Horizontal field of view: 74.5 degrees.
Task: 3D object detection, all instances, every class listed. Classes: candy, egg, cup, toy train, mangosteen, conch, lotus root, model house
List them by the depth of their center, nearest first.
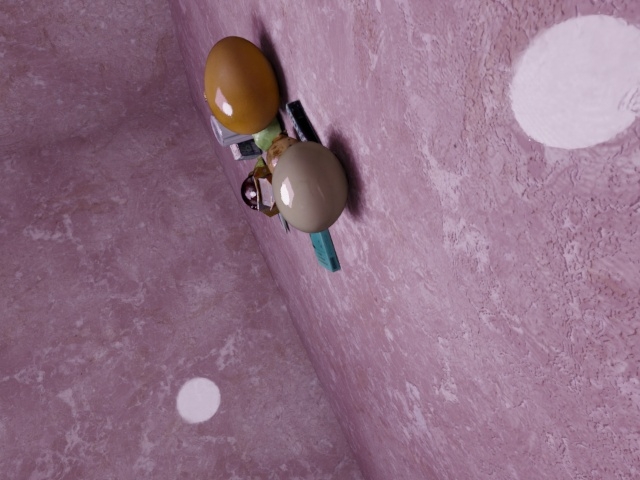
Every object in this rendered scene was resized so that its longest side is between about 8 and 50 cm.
[{"bbox_3d":[-0.028,-0.149,1.203,0.219,0.219,0.269,48,159,52],"label":"egg"},{"bbox_3d":[-0.048,-0.344,1.320,0.208,0.043,0.047,64,167,13],"label":"toy train"},{"bbox_3d":[-0.269,-0.524,1.435,0.250,0.250,0.323,-176,69,-73],"label":"egg"},{"bbox_3d":[-0.103,-0.259,1.444,0.257,0.140,0.154,58,157,10],"label":"lotus root"},{"bbox_3d":[-0.120,-0.189,1.576,0.135,0.219,0.208,18,122,45],"label":"model house"},{"bbox_3d":[-0.258,-0.503,1.653,0.344,0.131,0.142,62,158,25],"label":"candy"},{"bbox_3d":[-0.368,-0.527,1.860,0.167,0.201,0.221,62,164,11],"label":"cup"},{"bbox_3d":[-0.274,-0.237,1.984,0.210,0.209,0.210,58,162,32],"label":"mangosteen"},{"bbox_3d":[-0.298,-0.366,2.137,0.089,0.074,0.121,-10,85,41],"label":"conch"}]

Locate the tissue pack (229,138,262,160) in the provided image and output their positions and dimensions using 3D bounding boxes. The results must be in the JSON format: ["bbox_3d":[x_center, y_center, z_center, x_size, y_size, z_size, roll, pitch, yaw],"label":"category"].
[{"bbox_3d":[-0.390,-0.509,2.041,0.073,0.173,0.236,-21,94,32],"label":"tissue pack"}]

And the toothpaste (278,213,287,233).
[{"bbox_3d":[-0.201,-0.130,2.159,0.057,0.034,0.197,-107,0,-67],"label":"toothpaste"}]

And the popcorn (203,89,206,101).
[{"bbox_3d":[-0.423,-0.687,1.875,0.163,0.194,0.140,23,136,34],"label":"popcorn"}]

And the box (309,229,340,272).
[{"bbox_3d":[0.000,0.000,1.633,0.162,0.041,0.229,24,134,68],"label":"box"}]
